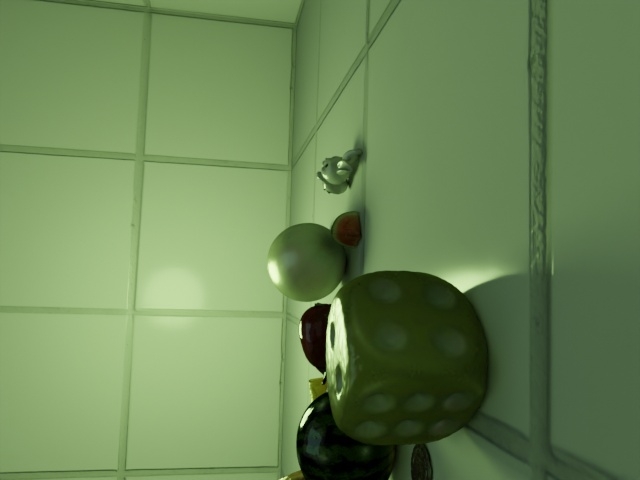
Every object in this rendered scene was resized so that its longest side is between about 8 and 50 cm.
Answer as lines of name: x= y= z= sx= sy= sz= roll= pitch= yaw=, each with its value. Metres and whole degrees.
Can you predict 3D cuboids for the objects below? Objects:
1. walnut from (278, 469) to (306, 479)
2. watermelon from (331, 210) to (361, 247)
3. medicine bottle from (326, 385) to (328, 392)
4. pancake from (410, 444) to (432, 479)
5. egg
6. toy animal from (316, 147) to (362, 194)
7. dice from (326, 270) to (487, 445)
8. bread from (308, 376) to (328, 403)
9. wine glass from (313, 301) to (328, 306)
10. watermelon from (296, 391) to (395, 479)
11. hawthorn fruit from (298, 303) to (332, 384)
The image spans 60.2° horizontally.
walnut: x=-0.060 y=0.931 z=1.822 sx=0.306 sy=0.306 sz=0.344 roll=-152 pitch=72 yaw=-79
watermelon: x=0.089 y=-0.023 z=1.785 sx=0.094 sy=0.135 sz=0.125 roll=26 pitch=116 yaw=39
medicine bottle: x=0.087 y=0.387 z=1.546 sx=0.130 sy=0.130 sz=0.341 roll=-109 pitch=25 yaw=-64
pancake: x=0.210 y=0.480 z=1.158 sx=0.115 sy=0.011 sz=0.115 roll=-177 pitch=90 yaw=-80
egg: x=-0.046 y=0.075 z=1.962 sx=0.345 sy=0.283 sz=0.283 roll=144 pitch=128 yaw=-70
toy animal: x=0.060 y=-0.255 z=1.895 sx=0.104 sy=0.131 sz=0.221 roll=-45 pitch=-8 yaw=-25
dice: x=0.141 y=0.206 z=0.978 sx=0.233 sy=0.238 sz=0.227 roll=-99 pitch=14 yaw=-46
bread: x=0.011 y=0.607 z=2.045 sx=0.245 sy=0.094 sz=0.102 roll=-107 pitch=12 yaw=-64
wine glass: x=-0.016 y=0.341 z=2.229 sx=0.222 sy=0.103 sz=0.103 roll=110 pitch=160 yaw=-56
watermelon: x=0.061 y=0.497 z=1.352 sx=0.269 sy=0.268 sz=0.269 roll=-177 pitch=90 yaw=-80
hawthorn fruit: x=0.025 y=0.318 z=1.697 sx=0.208 sy=0.208 sz=0.248 roll=127 pitch=153 yaw=-73
